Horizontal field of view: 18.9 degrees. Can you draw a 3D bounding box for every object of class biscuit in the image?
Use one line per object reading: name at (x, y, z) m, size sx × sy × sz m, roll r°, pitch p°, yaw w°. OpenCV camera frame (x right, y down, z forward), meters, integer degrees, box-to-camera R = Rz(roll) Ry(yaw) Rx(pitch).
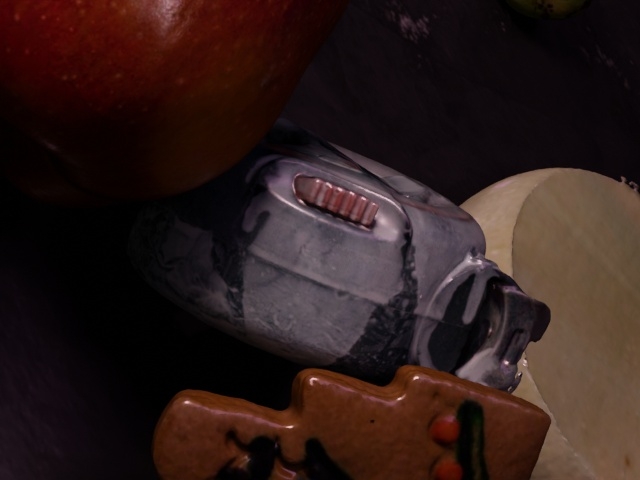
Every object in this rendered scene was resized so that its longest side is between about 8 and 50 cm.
biscuit at (0.021, 0.182, 1.316) m, size 0.278 × 0.301 × 0.043 m, roll 63°, pitch -4°, yaw -26°

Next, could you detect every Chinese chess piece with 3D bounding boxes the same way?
Chinese chess piece at (0.221, 0.110, 1.669) m, size 0.349 × 0.146 × 0.349 m, roll 25°, pitch 52°, yaw -36°

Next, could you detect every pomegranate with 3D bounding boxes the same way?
pomegranate at (0.237, -0.283, 1.954) m, size 0.122 × 0.122 × 0.161 m, roll 63°, pitch 15°, yaw 2°

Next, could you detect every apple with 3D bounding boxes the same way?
apple at (-0.132, -0.171, 1.237) m, size 0.288 × 0.288 × 0.317 m, roll 44°, pitch 77°, yaw -21°

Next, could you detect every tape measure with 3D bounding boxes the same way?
tape measure at (0.000, 0.000, 1.399) m, size 0.275 × 0.256 × 0.147 m, roll 20°, pitch 98°, yaw -26°
